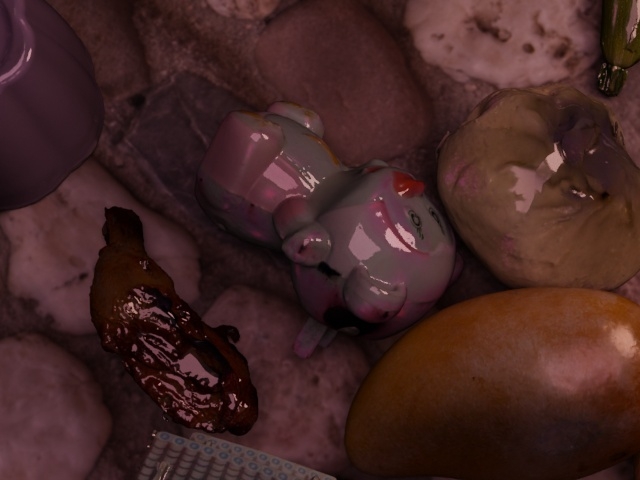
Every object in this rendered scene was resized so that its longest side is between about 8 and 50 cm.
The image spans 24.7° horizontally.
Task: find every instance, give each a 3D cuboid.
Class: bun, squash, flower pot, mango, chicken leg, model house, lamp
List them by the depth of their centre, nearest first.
[{"bbox_3d":[-0.095,0.320,1.568,0.224,0.215,0.198,20,76,5],"label":"model house"},{"bbox_3d":[0.207,0.168,1.610,0.384,0.199,0.221,-19,113,15],"label":"mango"},{"bbox_3d":[-0.174,0.086,1.657,0.322,0.177,0.083,46,117,11],"label":"chicken leg"},{"bbox_3d":[0.265,-0.062,1.663,0.273,0.168,0.272,12,64,-25],"label":"bun"},{"bbox_3d":[0.000,0.000,1.666,0.301,0.247,0.247,35,109,15],"label":"lamp"},{"bbox_3d":[-0.397,-0.184,1.679,0.265,0.243,0.265,0,79,1],"label":"flower pot"},{"bbox_3d":[0.378,-0.335,1.805,0.071,0.080,0.318,10,74,-37],"label":"squash"}]

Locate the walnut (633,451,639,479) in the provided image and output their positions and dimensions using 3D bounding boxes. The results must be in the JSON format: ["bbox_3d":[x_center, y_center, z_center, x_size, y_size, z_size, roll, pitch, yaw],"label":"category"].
[{"bbox_3d":[0.425,0.265,1.617,0.159,0.159,0.206,5,71,1],"label":"walnut"}]
